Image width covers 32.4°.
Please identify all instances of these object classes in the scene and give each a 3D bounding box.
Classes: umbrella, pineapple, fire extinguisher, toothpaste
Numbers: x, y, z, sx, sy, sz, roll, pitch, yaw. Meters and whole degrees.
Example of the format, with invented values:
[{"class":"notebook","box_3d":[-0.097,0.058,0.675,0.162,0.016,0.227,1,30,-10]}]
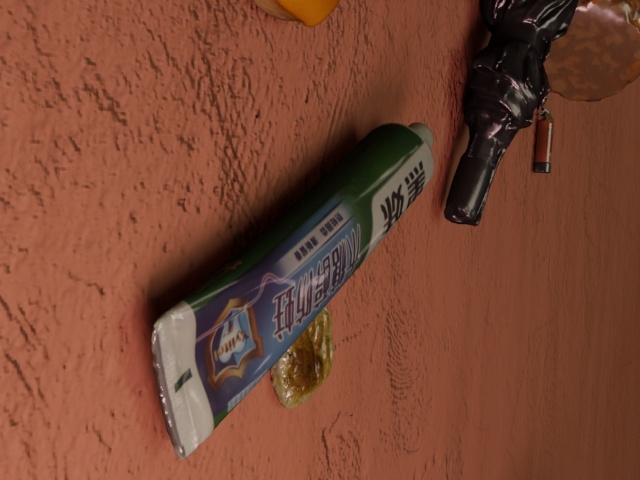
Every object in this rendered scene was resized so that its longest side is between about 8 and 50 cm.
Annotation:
[{"class":"umbrella","box_3d":[0.189,-0.171,1.115,0.118,0.118,0.340,47,59,-57]},{"class":"pineapple","box_3d":[0.332,-0.320,1.338,0.340,0.169,0.169,-72,152,-42]},{"class":"fire extinguisher","box_3d":[0.280,-0.127,1.385,0.028,0.022,0.083,5,90,-34]},{"class":"toothpaste","box_3d":[0.000,0.000,0.772,0.392,0.061,0.099,-47,137,-50]}]

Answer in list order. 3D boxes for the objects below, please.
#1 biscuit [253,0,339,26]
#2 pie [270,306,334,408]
[{"class":"biscuit","box_3d":[-0.009,-0.233,0.726,0.170,0.050,0.170,4,90,-65]},{"class":"pie","box_3d":[-0.012,0.083,0.808,0.084,0.020,0.084,-20,112,-62]}]
